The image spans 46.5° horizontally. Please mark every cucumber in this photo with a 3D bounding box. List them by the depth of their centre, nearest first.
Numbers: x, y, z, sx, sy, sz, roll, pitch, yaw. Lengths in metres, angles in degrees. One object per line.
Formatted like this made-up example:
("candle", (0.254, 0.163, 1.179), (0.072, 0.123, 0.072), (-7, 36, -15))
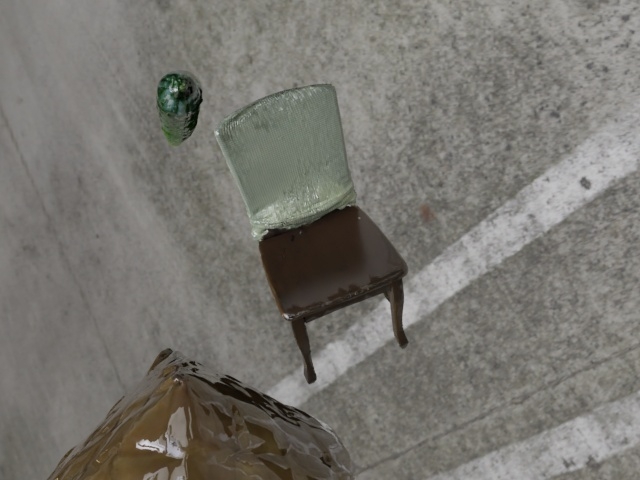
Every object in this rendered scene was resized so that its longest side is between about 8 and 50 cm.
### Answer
("cucumber", (-0.116, -0.110, 0.604), (0.168, 0.039, 0.039), (150, 102, -77))

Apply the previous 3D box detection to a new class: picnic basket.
("picnic basket", (-0.080, 0.276, 0.494), (0.293, 0.337, 0.337), (166, 88, -76))

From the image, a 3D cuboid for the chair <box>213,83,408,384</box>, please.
("chair", (0.000, 0.000, 0.893), (0.319, 0.160, 0.186), (79, 169, -45))
